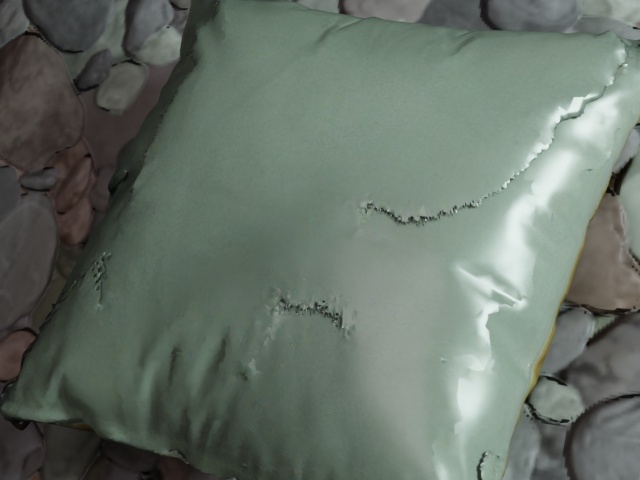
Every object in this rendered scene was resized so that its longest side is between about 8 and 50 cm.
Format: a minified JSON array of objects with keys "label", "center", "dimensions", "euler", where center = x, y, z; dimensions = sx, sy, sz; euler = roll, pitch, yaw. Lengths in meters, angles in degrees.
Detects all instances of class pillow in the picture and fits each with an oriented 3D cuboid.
[{"label":"pillow","center":[0.000,0.000,0.652],"dimensions":[0.310,0.119,0.313],"euler":[13,73,31]}]
